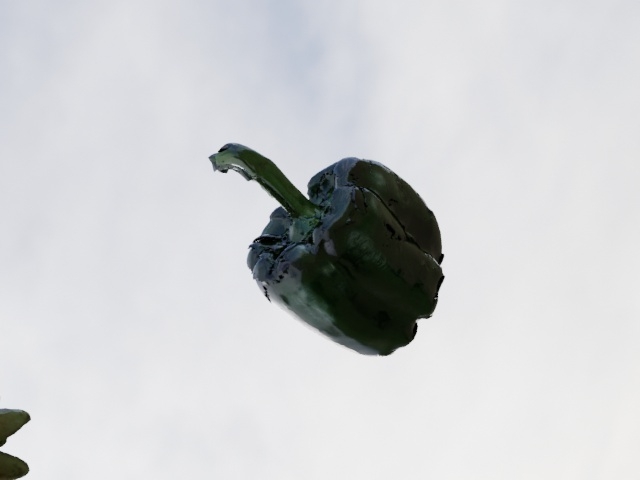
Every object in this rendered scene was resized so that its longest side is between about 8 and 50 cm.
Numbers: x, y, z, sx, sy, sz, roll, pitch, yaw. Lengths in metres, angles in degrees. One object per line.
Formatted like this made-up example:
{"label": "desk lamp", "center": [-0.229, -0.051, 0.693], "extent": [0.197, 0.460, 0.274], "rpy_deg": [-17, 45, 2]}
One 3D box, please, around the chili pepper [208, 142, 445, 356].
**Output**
{"label": "chili pepper", "center": [0.000, 0.000, 1.982], "extent": [0.261, 0.174, 0.165], "rpy_deg": [38, -148, -25]}

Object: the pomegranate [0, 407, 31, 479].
{"label": "pomegranate", "center": [-0.417, 0.194, 1.722], "extent": [0.286, 0.231, 0.231], "rpy_deg": [-12, -73, -60]}
